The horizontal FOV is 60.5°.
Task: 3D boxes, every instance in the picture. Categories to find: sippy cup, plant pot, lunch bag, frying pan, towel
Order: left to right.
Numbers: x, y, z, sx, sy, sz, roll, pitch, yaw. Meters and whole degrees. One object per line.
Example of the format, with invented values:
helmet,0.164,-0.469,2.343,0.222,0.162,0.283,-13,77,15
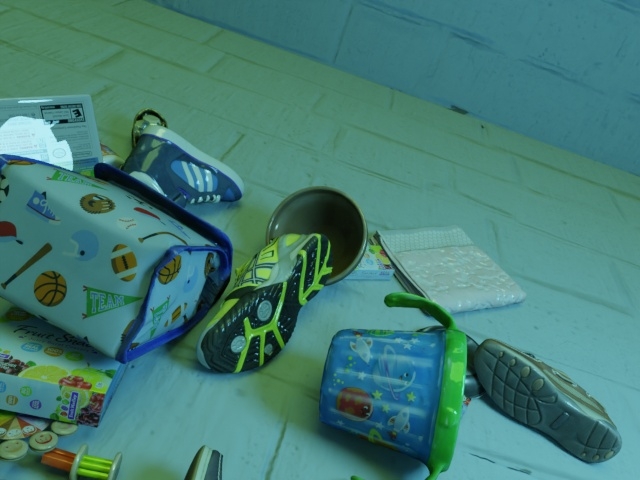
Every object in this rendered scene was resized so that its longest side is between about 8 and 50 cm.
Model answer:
lunch bag,-0.349,0.017,0.969,0.328,0.238,0.385,29,2,7
plant pot,0.000,0.000,1.291,0.237,0.237,0.110,34,-5,21
sippy cup,0.120,0.251,0.944,0.224,0.240,0.305,10,25,10
towel,0.339,0.069,1.468,0.332,0.053,0.317,-4,40,-30
frying pan,0.344,0.271,1.190,0.326,0.053,0.197,15,36,-4

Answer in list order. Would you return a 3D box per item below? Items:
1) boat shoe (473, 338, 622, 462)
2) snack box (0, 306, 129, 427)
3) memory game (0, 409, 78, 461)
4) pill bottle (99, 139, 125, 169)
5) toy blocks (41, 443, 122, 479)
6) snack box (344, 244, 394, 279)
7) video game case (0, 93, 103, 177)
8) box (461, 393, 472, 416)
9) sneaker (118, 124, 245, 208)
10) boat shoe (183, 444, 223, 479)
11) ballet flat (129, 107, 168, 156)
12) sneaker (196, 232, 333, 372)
boat shoe,0.454,0.312,1.122,0.324,0.123,0.116,40,29,6
snack box,-0.416,0.190,0.850,0.207,0.070,0.174,16,18,-8
memory game,-0.441,0.250,0.792,0.186,0.012,0.186,14,18,-4
pill bottle,-0.569,-0.196,1.309,0.216,0.121,0.121,36,36,23
toy blocks,-0.359,0.325,0.733,0.148,0.054,0.123,15,34,-6
snack box,0.103,0.054,1.378,0.141,0.037,0.100,2,36,-24
video game case,-0.583,-0.124,1.068,0.036,0.299,0.329,5,17,43
box,0.215,0.306,1.073,0.137,0.027,0.094,33,45,19
sneaker,-0.337,-0.101,1.322,0.130,0.236,0.323,0,-24,38
boat shoe,-0.148,0.405,0.693,0.092,0.102,0.285,17,37,-14
ballet flat,-0.445,-0.246,1.453,0.123,0.123,0.348,3,37,-24
sneaker,-0.120,0.118,1.101,0.147,0.145,0.385,5,33,33
